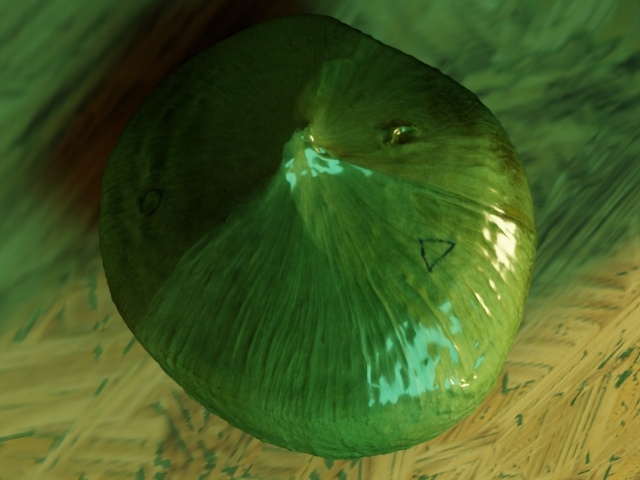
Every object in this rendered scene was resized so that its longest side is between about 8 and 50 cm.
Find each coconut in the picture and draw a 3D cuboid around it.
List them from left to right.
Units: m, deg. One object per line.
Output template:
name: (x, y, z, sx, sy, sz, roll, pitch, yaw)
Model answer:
coconut: (0.000, 0.000, 0.355, 0.088, 0.088, 0.096, -38, 163, -11)
